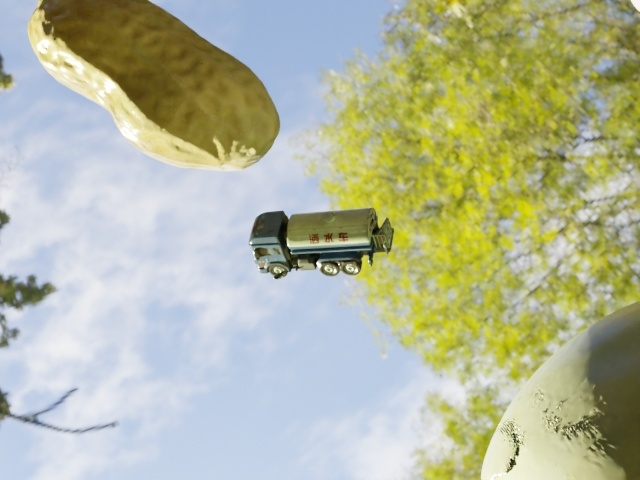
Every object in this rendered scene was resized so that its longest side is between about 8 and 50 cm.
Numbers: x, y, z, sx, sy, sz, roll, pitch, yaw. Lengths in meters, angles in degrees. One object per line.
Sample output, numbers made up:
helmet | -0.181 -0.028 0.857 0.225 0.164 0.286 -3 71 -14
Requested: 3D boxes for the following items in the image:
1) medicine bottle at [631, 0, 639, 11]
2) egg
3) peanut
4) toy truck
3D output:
medicine bottle | 0.534 -0.307 1.143 0.301 0.241 0.241 25 -63 -12
egg | 0.207 0.114 0.501 0.253 0.187 0.187 -8 -44 -3
peanut | -0.193 -0.184 1.150 0.313 0.152 0.152 36 -69 -4
toy truck | 0.000 0.000 1.404 0.201 0.074 0.088 -3 -42 18
